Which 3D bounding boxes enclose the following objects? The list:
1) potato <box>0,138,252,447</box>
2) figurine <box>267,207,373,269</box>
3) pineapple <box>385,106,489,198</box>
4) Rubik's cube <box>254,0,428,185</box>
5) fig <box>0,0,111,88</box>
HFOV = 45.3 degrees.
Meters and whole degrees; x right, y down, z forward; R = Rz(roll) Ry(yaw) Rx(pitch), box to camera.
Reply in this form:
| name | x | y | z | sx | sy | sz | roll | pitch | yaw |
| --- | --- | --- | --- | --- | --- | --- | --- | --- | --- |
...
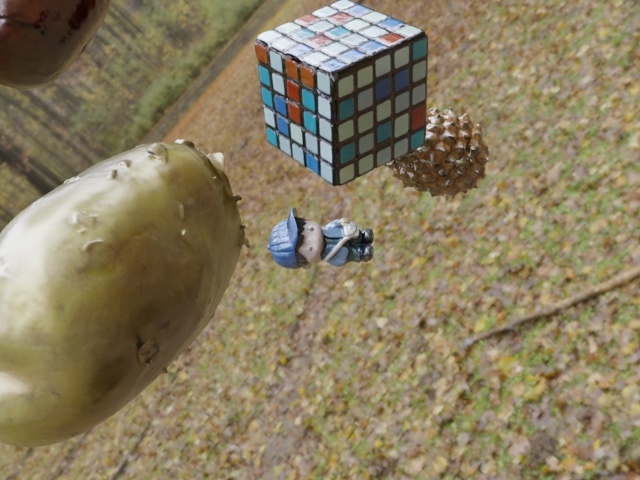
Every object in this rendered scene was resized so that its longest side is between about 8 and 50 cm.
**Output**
| name | x | y | z | sx | sy | sz | roll | pitch | yaw |
| --- | --- | --- | --- | --- | --- | --- | --- | --- | --- |
| potato | -0.144 | 0.026 | 0.584 | 0.296 | 0.141 | 0.192 | -57 | -16 | -51 |
| figurine | 0.000 | 0.000 | 1.119 | 0.087 | 0.149 | 0.086 | 154 | 118 | -72 |
| pineapple | 0.185 | -0.149 | 1.293 | 0.166 | 0.193 | 0.166 | -6 | 83 | 60 |
| Rubik's cube | 0.033 | -0.220 | 1.119 | 0.184 | 0.187 | 0.182 | -28 | 45 | -27 |
| fig | -0.400 | -0.326 | 1.048 | 0.235 | 0.214 | 0.235 | -21 | 45 | 22 |
